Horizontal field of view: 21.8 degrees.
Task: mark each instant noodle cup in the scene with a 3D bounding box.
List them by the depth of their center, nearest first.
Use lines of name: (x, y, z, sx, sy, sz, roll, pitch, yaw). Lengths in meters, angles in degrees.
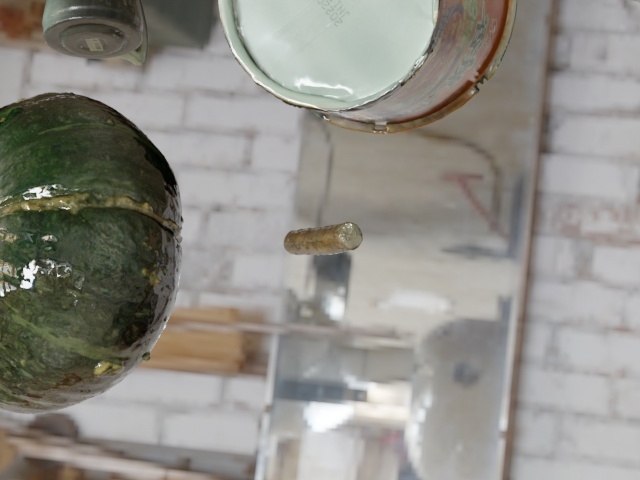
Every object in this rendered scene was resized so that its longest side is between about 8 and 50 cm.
instant noodle cup: (0.027, -0.193, 1.307, 0.230, 0.230, 0.182, 4, -172, 16)

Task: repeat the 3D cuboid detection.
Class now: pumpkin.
pumpkin: (-0.162, 0.007, 0.970, 0.146, 0.190, 0.190, 32, 161, -27)

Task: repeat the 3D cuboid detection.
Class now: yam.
yam: (0.000, 0.000, 1.732, 0.032, 0.032, 0.145, 10, 174, -24)

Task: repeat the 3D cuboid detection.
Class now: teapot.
teapot: (-0.240, -0.265, 1.870, 0.149, 0.108, 0.111, 10, 159, -34)
